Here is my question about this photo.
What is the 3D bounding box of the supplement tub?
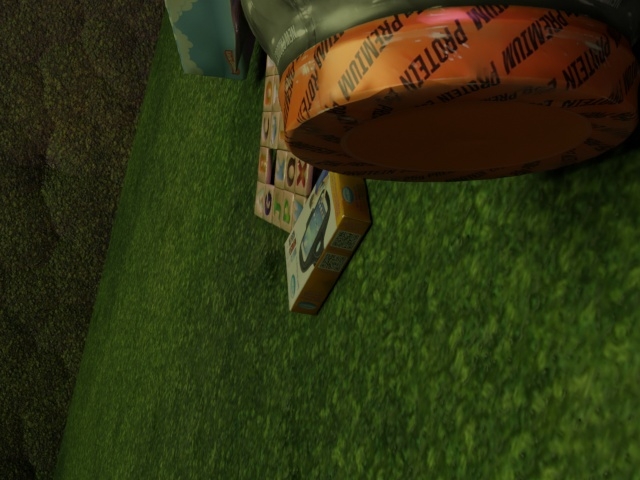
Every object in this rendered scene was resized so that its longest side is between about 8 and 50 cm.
[{"bbox_3d":[0.057,-0.197,0.403,0.193,0.193,0.316,156,116,-67],"label":"supplement tub"}]

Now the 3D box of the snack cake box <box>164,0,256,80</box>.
[{"bbox_3d":[-0.132,-0.339,1.060,0.264,0.089,0.152,86,-167,-62],"label":"snack cake box"}]

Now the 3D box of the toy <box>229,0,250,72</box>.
[{"bbox_3d":[-0.058,-0.333,1.057,0.137,0.056,0.237,91,-173,-55],"label":"toy"}]

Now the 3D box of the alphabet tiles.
[{"bbox_3d":[-0.034,-0.132,0.890,0.198,0.009,0.237,-154,68,-71],"label":"alphabet tiles"}]

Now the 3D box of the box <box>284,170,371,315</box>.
[{"bbox_3d":[0.000,0.000,0.736,0.081,0.028,0.136,-97,28,-44],"label":"box"}]
